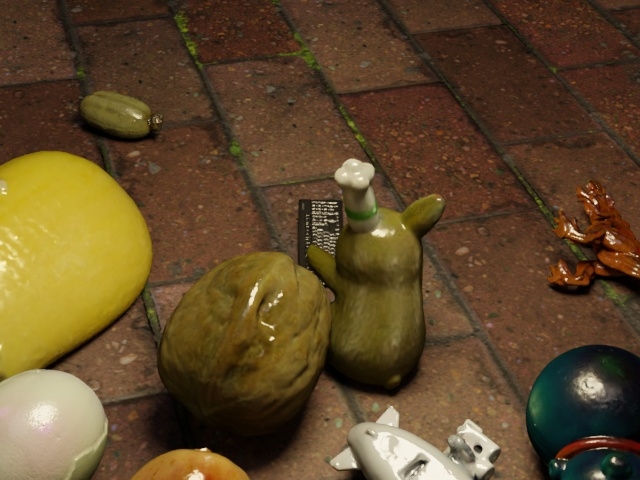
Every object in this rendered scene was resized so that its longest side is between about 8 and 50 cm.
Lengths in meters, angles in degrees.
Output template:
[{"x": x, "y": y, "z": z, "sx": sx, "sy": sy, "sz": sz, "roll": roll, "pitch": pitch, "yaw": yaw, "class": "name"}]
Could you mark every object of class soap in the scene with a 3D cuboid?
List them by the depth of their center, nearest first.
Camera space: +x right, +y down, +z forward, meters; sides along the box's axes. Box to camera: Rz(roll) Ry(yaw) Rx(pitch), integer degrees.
[{"x": -0.443, "y": 0.027, "z": 1.859, "sx": 0.306, "sy": 0.115, "sz": 0.427, "roll": 48, "pitch": 45, "yaw": 1, "class": "soap"}]

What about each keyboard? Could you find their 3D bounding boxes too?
[{"x": 0.000, "y": 0.000, "z": 2.086, "sx": 0.087, "sy": 0.017, "sz": 0.250, "roll": 2, "pitch": 37, "yaw": -2, "class": "keyboard"}]

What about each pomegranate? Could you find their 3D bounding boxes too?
[{"x": -0.161, "y": 0.349, "z": 1.470, "sx": 0.191, "sy": 0.191, "sz": 0.191, "roll": 1, "pitch": 36, "yaw": -1, "class": "pomegranate"}]

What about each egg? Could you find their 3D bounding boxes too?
[{"x": -0.386, "y": 0.277, "z": 1.553, "sx": 0.183, "sy": 0.183, "sz": 0.217, "roll": 13, "pitch": 41, "yaw": 15, "class": "egg"}]

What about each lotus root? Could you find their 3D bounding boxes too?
[{"x": -0.390, "y": -0.242, "z": 2.347, "sx": 0.183, "sy": 0.077, "sz": 0.090, "roll": 17, "pitch": 29, "yaw": 19, "class": "lotus root"}]

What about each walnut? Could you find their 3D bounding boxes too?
[{"x": -0.099, "y": 0.138, "z": 1.695, "sx": 0.227, "sy": 0.283, "sz": 0.283, "roll": 27, "pitch": 40, "yaw": 3, "class": "walnut"}]

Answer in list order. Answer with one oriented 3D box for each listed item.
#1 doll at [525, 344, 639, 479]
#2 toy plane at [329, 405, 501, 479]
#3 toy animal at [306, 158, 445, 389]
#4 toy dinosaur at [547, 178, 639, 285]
[{"x": 0.382, "y": 0.266, "z": 1.601, "sx": 0.198, "sy": 0.186, "sz": 0.322, "roll": 1, "pitch": 39, "yaw": -2, "class": "doll"}, {"x": 0.124, "y": 0.322, "z": 1.577, "sx": 0.244, "sy": 0.117, "sz": 0.245, "roll": -6, "pitch": 49, "yaw": 7, "class": "toy plane"}, {"x": 0.084, "y": 0.034, "z": 1.780, "sx": 0.181, "sy": 0.363, "sz": 0.180, "roll": -4, "pitch": 21, "yaw": -14, "class": "toy animal"}, {"x": 0.489, "y": 0.034, "z": 2.002, "sx": 0.208, "sy": 0.097, "sz": 0.432, "roll": 0, "pitch": 39, "yaw": -19, "class": "toy dinosaur"}]
